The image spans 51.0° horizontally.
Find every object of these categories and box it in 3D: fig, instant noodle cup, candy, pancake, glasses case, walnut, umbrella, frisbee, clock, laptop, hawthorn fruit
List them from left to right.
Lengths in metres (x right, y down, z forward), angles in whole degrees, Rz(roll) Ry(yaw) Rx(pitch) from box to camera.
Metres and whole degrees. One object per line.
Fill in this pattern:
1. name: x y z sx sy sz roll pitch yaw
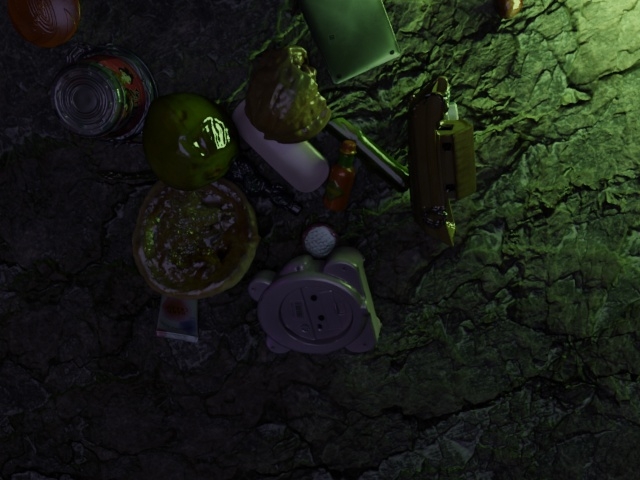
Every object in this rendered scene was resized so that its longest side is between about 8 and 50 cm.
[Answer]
1. frisbee: -0.712 -0.593 1.716 0.192 0.035 0.192 1 106 4
2. instant noodle cup: -0.561 -0.359 1.691 0.302 0.181 0.258 42 105 -7
3. fig: -0.342 -0.260 1.681 0.271 0.239 0.239 42 105 19
4. pancake: -0.328 -0.018 1.772 0.356 0.065 0.356 1 82 -7
5. umbrella: -0.147 -0.134 1.780 0.224 0.071 0.080 34 110 -6
6. glasses case: -0.102 -0.249 1.744 0.297 0.075 0.113 44 102 -7
7. walnut: -0.086 -0.358 1.642 0.204 0.141 0.238 -24 90 -13
8. clock: -0.016 0.177 1.815 0.322 0.113 0.295 -9 114 15
9. candy: 0.000 0.000 1.820 0.103 0.043 0.103 0 103 2
10. laptop: 0.071 -0.522 1.627 0.188 0.015 0.269 -22 131 8
11. hawthorn fruit: 0.472 -0.583 1.625 0.103 0.067 0.066 -31 101 9

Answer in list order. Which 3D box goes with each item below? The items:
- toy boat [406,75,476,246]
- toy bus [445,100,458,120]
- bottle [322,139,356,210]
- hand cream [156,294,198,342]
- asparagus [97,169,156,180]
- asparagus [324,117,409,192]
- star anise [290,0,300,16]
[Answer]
1. toy boat: 0.304 -0.185 1.662 0.162 0.136 0.445 3 127 17
2. toy bus: 0.287 -0.314 1.701 0.123 0.075 0.060 -8 104 6
3. bottle: 0.055 -0.170 1.737 0.069 0.069 0.187 13 119 0
4. hand cream: -0.391 0.131 1.872 0.124 0.078 0.340 9 110 1
5. asparagus: -0.489 -0.181 1.813 0.236 0.027 0.034 -5 99 5
6. asparagus: 0.127 -0.229 1.745 0.278 0.060 0.067 41 121 -7
7. star anise: 0.011 -0.629 1.634 0.236 0.093 0.229 -7 99 2
